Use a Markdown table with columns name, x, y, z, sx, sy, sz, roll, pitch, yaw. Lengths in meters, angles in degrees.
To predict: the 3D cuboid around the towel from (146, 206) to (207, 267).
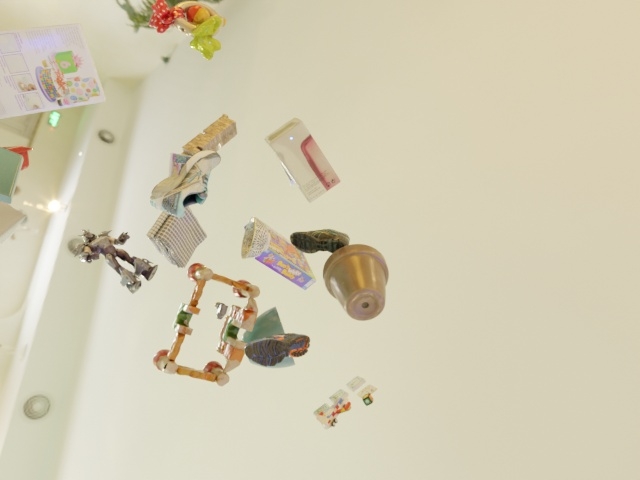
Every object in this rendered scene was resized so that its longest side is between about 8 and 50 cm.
| name | x | y | z | sx | sy | sz | roll | pitch | yaw |
| --- | --- | --- | --- | --- | --- | --- | --- | --- | --- |
| towel | -0.688 | -0.023 | 2.010 | 0.122 | 0.283 | 0.234 | 9 | -123 | 17 |

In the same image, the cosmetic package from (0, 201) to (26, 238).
| name | x | y | z | sx | sy | sz | roll | pitch | yaw |
| --- | --- | --- | --- | --- | --- | --- | --- | --- | --- |
| cosmetic package | -1.038 | -0.036 | 1.262 | 0.107 | 0.127 | 0.238 | -47 | -158 | 11 |

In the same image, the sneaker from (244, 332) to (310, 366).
| name | x | y | z | sx | sy | sz | roll | pitch | yaw |
| --- | --- | --- | --- | --- | --- | --- | --- | --- | --- |
| sneaker | -0.136 | 0.319 | 1.227 | 0.087 | 0.221 | 0.083 | 3 | -94 | 46 |

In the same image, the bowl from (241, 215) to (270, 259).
| name | x | y | z | sx | sy | sz | roll | pitch | yaw |
| --- | --- | --- | --- | --- | --- | --- | --- | --- | --- |
| bowl | -0.241 | -0.002 | 1.577 | 0.170 | 0.080 | 0.169 | -45 | -142 | 51 |

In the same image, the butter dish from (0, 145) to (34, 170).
| name | x | y | z | sx | sy | sz | roll | pitch | yaw |
| --- | --- | --- | --- | --- | --- | --- | --- | --- | --- |
| butter dish | -1.127 | -0.269 | 1.475 | 0.160 | 0.160 | 0.118 | 1 | -65 | 18 |

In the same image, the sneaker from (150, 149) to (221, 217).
| name | x | y | z | sx | sy | sz | roll | pitch | yaw |
| --- | --- | --- | --- | --- | --- | --- | --- | --- | --- |
| sneaker | -0.400 | -0.175 | 1.321 | 0.283 | 0.122 | 0.110 | -53 | 173 | -31 |

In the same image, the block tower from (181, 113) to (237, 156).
| name | x | y | z | sx | sy | sz | roll | pitch | yaw |
| --- | --- | --- | --- | --- | --- | --- | --- | --- | --- |
| block tower | -0.559 | -0.511 | 2.107 | 0.097 | 0.090 | 0.335 | 27 | -122 | 16 |

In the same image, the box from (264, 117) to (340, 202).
| name | x | y | z | sx | sy | sz | roll | pitch | yaw |
| --- | --- | --- | --- | --- | --- | --- | --- | --- | --- |
| box | -0.059 | -0.260 | 1.330 | 0.127 | 0.232 | 0.148 | -35 | -155 | 1 |

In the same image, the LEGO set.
| name | x | y | z | sx | sy | sz | roll | pitch | yaw |
| --- | --- | --- | --- | --- | --- | --- | --- | --- | --- |
| LEGO set | 0.062 | 0.446 | 1.168 | 0.183 | 0.060 | 0.244 | -33 | 179 | -15 |

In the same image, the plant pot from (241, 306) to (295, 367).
| name | x | y | z | sx | sy | sz | roll | pitch | yaw |
| --- | --- | --- | --- | --- | --- | --- | --- | --- | --- |
| plant pot | -0.256 | 0.479 | 1.940 | 0.196 | 0.290 | 0.290 | -19 | -134 | -9 |

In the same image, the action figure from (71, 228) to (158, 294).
| name | x | y | z | sx | sy | sz | roll | pitch | yaw |
| --- | --- | --- | --- | --- | --- | --- | --- | --- | --- |
| action figure | -0.704 | 0.049 | 1.409 | 0.185 | 0.285 | 0.099 | -51 | 178 | -45 |

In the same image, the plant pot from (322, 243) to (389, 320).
| name | x | y | z | sx | sy | sz | roll | pitch | yaw |
| --- | --- | --- | --- | --- | --- | --- | --- | --- | --- |
| plant pot | 0.149 | 0.176 | 1.572 | 0.263 | 0.263 | 0.229 | -49 | -158 | 19 |

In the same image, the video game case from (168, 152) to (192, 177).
| name | x | y | z | sx | sy | sz | roll | pitch | yaw |
| --- | --- | --- | --- | --- | --- | --- | --- | --- | --- |
| video game case | -0.520 | -0.253 | 1.615 | 0.019 | 0.143 | 0.157 | 12 | -84 | 53 |

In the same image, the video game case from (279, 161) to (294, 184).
| name | x | y | z | sx | sy | sz | roll | pitch | yaw |
| --- | --- | --- | --- | --- | --- | --- | --- | --- | --- |
| video game case | -0.107 | -0.402 | 2.072 | 0.184 | 0.201 | 0.023 | -26 | -150 | 2 |

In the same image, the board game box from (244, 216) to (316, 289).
| name | x | y | z | sx | sy | sz | roll | pitch | yaw |
| --- | --- | --- | --- | --- | --- | --- | --- | --- | --- |
| board game box | -0.185 | 0.064 | 1.916 | 0.078 | 0.347 | 0.233 | -41 | -137 | 12 |

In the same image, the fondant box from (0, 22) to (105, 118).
| name | x | y | z | sx | sy | sz | roll | pitch | yaw |
| --- | --- | --- | --- | --- | --- | --- | --- | --- | --- |
| fondant box | -0.898 | -0.541 | 1.311 | 0.096 | 0.331 | 0.238 | -136 | -146 | -54 |

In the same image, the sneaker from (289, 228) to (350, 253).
| name | x | y | z | sx | sy | sz | roll | pitch | yaw |
| --- | --- | --- | --- | --- | --- | --- | --- | --- | --- |
| sneaker | 0.000 | 0.000 | 1.797 | 0.268 | 0.101 | 0.106 | 8 | -149 | 15 |

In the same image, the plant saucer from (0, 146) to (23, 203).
| name | x | y | z | sx | sy | sz | roll | pitch | yaw |
| --- | --- | --- | --- | --- | --- | --- | --- | --- | --- |
| plant saucer | -0.778 | -0.166 | 1.011 | 0.018 | 0.067 | 0.192 | -44 | -135 | 22 |

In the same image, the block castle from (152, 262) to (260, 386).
| name | x | y | z | sx | sy | sz | roll | pitch | yaw |
| --- | --- | --- | --- | --- | --- | --- | --- | --- | --- |
| block castle | -0.461 | 0.345 | 1.705 | 0.213 | 0.303 | 0.452 | -3 | -114 | 59 |

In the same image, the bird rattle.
| name | x | y | z | sx | sy | sz | roll | pitch | yaw |
| --- | --- | --- | --- | --- | --- | --- | --- | --- | --- |
| bird rattle | -0.441 | -0.743 | 1.410 | 0.206 | 0.254 | 0.143 | -60 | 173 | -37 |
